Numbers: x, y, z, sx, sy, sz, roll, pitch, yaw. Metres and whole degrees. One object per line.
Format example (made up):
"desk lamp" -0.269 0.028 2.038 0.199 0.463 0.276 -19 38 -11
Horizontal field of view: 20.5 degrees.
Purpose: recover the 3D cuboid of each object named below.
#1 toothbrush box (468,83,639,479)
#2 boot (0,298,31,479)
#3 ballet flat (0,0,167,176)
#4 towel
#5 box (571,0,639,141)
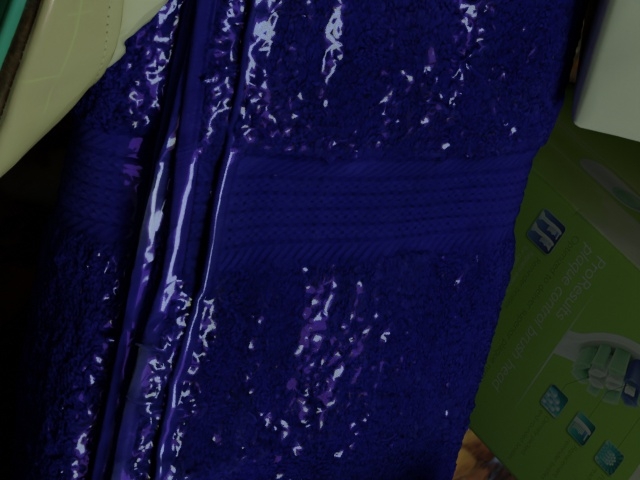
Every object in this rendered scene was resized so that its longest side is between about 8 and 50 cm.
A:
"toothbrush box" 0.160 0.044 0.861 0.206 0.283 0.122 5 125 -47
"boot" -0.142 0.061 0.745 0.207 0.094 0.246 0 132 -48
"ballet flat" -0.065 -0.123 0.547 0.086 0.086 0.248 -9 126 -40
"towel" 0.000 0.000 0.699 0.227 0.076 0.308 -1 114 -36
"box" 0.246 -0.199 0.677 0.168 0.215 0.345 -72 177 -53
